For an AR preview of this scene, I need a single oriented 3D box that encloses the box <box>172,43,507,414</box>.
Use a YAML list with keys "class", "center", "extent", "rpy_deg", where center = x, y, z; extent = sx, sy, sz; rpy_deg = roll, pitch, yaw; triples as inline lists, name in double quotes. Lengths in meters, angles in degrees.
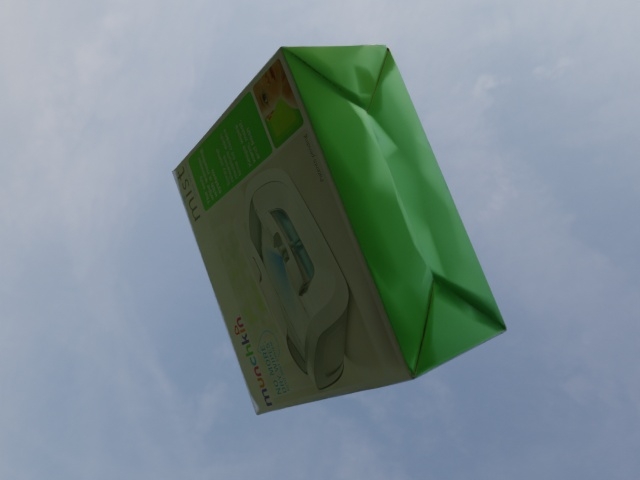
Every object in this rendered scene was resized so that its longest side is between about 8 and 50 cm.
- class: "box"
  center: [0.000, 0.000, 0.553]
  extent: [0.231, 0.126, 0.262]
  rpy_deg: [-29, -101, 50]
